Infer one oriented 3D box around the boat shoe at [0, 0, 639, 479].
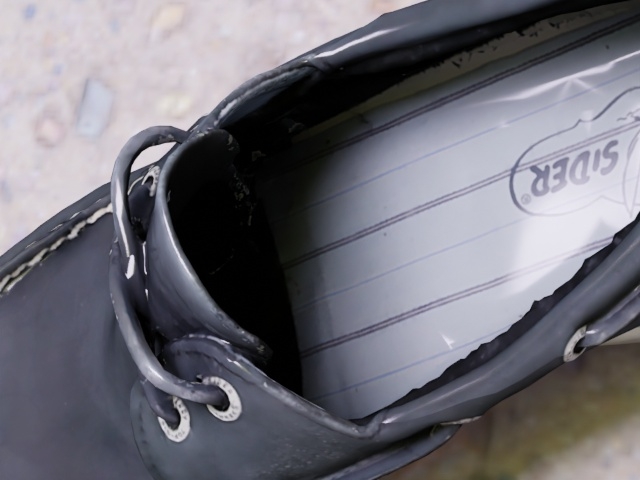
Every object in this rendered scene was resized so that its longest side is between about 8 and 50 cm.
[{"bbox_3d":[0.001,0.004,0.527,0.340,0.113,0.127,-17,68,19],"label":"boat shoe"}]
